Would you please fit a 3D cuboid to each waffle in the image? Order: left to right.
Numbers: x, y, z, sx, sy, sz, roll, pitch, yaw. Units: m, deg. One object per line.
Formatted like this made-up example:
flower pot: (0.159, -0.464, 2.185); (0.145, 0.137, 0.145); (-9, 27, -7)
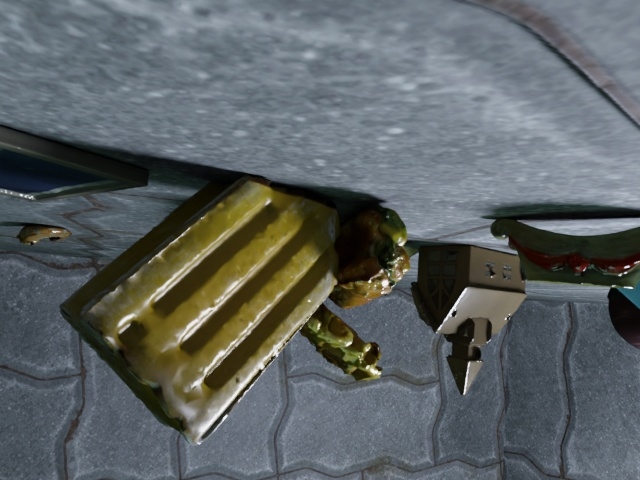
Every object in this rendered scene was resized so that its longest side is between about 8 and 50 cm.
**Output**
waffle: (-0.047, 0.087, 0.753); (0.302, 0.068, 0.325); (46, 171, -29)

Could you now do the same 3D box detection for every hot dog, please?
hot dog: (0.043, 0.027, 0.617); (0.072, 0.115, 0.269); (24, 174, -7)

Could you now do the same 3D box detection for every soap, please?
soap: (-0.082, 0.036, 0.482); (0.080, 0.257, 0.160); (2, 129, 46)

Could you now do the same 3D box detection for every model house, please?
model house: (0.239, 0.142, 0.894); (0.180, 0.248, 0.176); (11, 171, -37)

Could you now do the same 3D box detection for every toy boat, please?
toy boat: (0.268, 0.011, 0.522); (0.184, 0.071, 0.089); (1, 174, 33)

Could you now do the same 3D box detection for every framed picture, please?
framed picture: (-0.304, -0.075, 0.415); (0.188, 0.023, 0.259); (-3, 170, 32)

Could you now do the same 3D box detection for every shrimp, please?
shrimp: (-0.596, -0.015, 1.089); (0.162, 0.045, 0.095); (-9, -174, 44)

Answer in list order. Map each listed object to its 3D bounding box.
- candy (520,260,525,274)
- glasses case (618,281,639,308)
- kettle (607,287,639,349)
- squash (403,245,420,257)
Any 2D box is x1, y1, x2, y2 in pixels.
candy: (0.393, 0.044, 0.829); (0.181, 0.047, 0.053); (3, 172, -31)
glasses case: (0.434, 0.040, 0.535); (0.117, 0.070, 0.301); (44, 174, 4)
kettle: (0.544, 0.082, 0.774); (0.202, 0.144, 0.232); (34, 172, 12)
squash: (0.000, 0.000, 0.850); (0.236, 0.155, 0.204); (-5, -155, 48)
